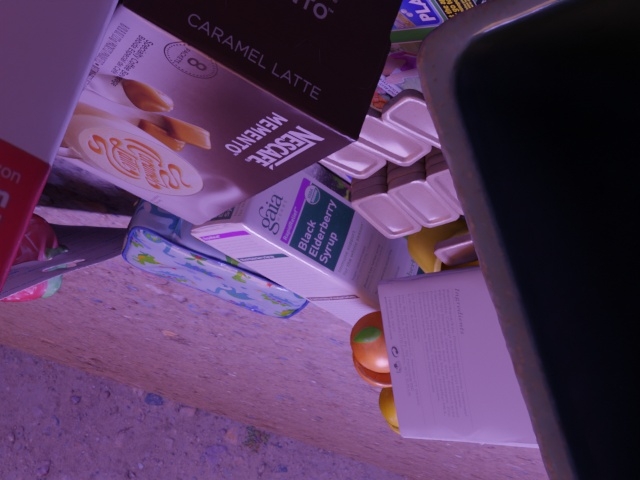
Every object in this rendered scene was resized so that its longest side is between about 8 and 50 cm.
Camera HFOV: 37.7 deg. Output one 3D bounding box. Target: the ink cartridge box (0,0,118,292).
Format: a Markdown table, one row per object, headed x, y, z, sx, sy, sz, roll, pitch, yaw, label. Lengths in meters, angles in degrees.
| x | y | z | sx | sy | sz | roll | pitch | yaw | label |
| --- | --- | --- | --- | --- | --- | --- | --- | --- | --- |
| -0.190 | -0.113 | 0.472 | 0.131 | 0.306 | 0.226 | 28 | 159 | -25 | ink cartridge box |

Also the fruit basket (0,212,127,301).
| x | y | z | sx | sy | sz | roll | pitch | yaw | label |
| --- | --- | --- | --- | --- | --- | --- | --- | --- | --- |
| -0.418 | 0.033 | 1.131 | 0.352 | 0.166 | 0.327 | 10 | -160 | 28 | fruit basket |

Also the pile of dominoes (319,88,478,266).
| x | y | z | sx | sy | sz | roll | pitch | yaw | label |
| --- | --- | --- | --- | --- | --- | --- | --- | --- | --- |
| 0.133 | -0.065 | 0.600 | 0.251 | 0.040 | 0.196 | -18 | 144 | 29 | pile of dominoes |

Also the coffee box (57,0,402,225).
| x | y | z | sx | sy | sz | roll | pitch | yaw | label |
| --- | --- | --- | --- | --- | --- | --- | --- | --- | --- |
| -0.077 | -0.101 | 0.577 | 0.141 | 0.098 | 0.246 | 27 | 159 | -21 | coffee box |

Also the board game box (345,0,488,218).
| x | y | z | sx | sy | sz | roll | pitch | yaw | label |
| --- | --- | --- | --- | --- | --- | --- | --- | --- | --- |
| 0.065 | -0.106 | 0.651 | 0.213 | 0.046 | 0.317 | 2 | 155 | 37 | board game box |

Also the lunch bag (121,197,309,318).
| x | y | z | sx | sy | sz | roll | pitch | yaw | label |
| --- | --- | --- | --- | --- | --- | --- | --- | --- | --- |
| -0.113 | 0.012 | 1.065 | 0.218 | 0.090 | 0.176 | 22 | 159 | -9 | lunch bag |

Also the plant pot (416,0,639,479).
| x | y | z | sx | sy | sz | roll | pitch | yaw | label |
| --- | --- | --- | --- | --- | --- | --- | --- | --- | --- |
| 0.229 | -0.011 | 0.401 | 0.247 | 0.247 | 0.252 | -19 | 178 | 30 | plant pot |

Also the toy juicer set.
| x | y | z | sx | sy | sz | roll | pitch | yaw | label |
| --- | --- | --- | --- | --- | --- | --- | --- | --- | --- |
| 0.165 | 0.128 | 0.940 | 0.329 | 0.209 | 0.089 | 35 | -178 | -39 | toy juicer set |

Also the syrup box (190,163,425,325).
| x | y | z | sx | sy | sz | roll | pitch | yaw | label |
| --- | --- | --- | --- | --- | --- | --- | --- | --- | --- |
| 0.000 | 0.000 | 0.923 | 0.236 | 0.093 | 0.096 | 32 | 157 | -33 | syrup box |

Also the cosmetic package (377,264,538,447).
| x | y | z | sx | sy | sz | roll | pitch | yaw | label |
| --- | --- | --- | --- | --- | --- | --- | --- | --- | --- |
| 0.206 | 0.075 | 0.739 | 0.224 | 0.138 | 0.224 | -6 | 175 | -32 | cosmetic package |
